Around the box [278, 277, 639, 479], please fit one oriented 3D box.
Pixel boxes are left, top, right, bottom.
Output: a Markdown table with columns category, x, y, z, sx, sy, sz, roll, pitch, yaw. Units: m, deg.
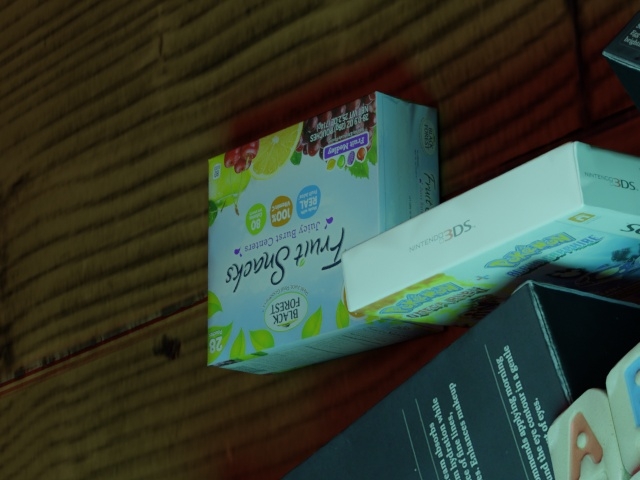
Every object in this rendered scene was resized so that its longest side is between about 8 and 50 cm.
| category | x | y | z | sx | sy | sz | roll | pitch | yaw |
| --- | --- | --- | --- | --- | --- | --- | --- | --- | --- |
| box | 0.129 | 0.255 | 1.164 | 0.312 | 0.179 | 0.343 | -40 | 52 | 36 |

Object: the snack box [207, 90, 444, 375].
| category | x | y | z | sx | sy | sz | roll | pitch | yaw |
| --- | --- | --- | --- | --- | --- | --- | --- | --- | --- |
| snack box | 0.000 | 0.000 | 1.477 | 0.207 | 0.070 | 0.174 | -18 | 67 | 49 |

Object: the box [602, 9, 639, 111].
| category | x | y | z | sx | sy | sz | roll | pitch | yaw |
| --- | --- | --- | --- | --- | --- | --- | --- | --- | --- |
| box | 0.263 | -0.095 | 1.063 | 0.158 | 0.156 | 0.093 | -47 | 38 | -9 |

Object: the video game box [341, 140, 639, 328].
| category | x | y | z | sx | sy | sz | roll | pitch | yaw |
| --- | --- | --- | --- | --- | --- | --- | --- | --- | --- |
| video game box | 0.148 | 0.005 | 1.198 | 0.205 | 0.187 | 0.048 | -27 | 60 | 45 |

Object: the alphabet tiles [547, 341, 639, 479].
| category | x | y | z | sx | sy | sz | roll | pitch | yaw |
| --- | --- | --- | --- | --- | --- | --- | --- | --- | --- |
| alphabet tiles | 0.175 | 0.165 | 0.922 | 0.284 | 0.021 | 0.278 | -51 | 36 | 44 |
